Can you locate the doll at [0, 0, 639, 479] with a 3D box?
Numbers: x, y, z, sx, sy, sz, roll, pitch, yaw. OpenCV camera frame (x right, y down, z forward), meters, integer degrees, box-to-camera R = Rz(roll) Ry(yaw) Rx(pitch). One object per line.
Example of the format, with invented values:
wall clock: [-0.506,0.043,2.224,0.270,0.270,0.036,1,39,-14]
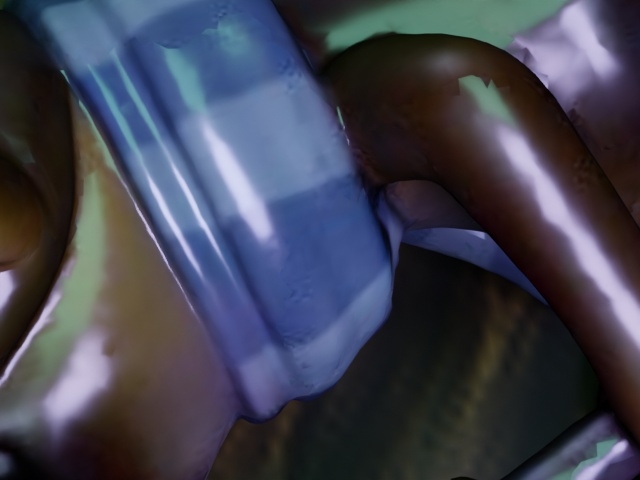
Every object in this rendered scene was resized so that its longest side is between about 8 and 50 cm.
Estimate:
doll: [0.001,0.004,0.510,0.340,0.209,0.318,-19,32,-20]
